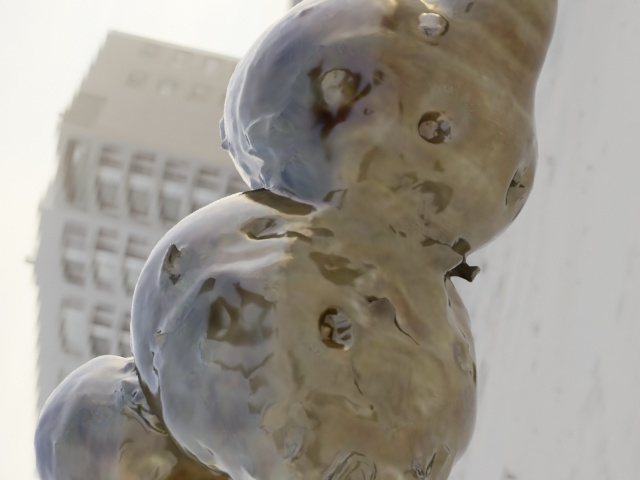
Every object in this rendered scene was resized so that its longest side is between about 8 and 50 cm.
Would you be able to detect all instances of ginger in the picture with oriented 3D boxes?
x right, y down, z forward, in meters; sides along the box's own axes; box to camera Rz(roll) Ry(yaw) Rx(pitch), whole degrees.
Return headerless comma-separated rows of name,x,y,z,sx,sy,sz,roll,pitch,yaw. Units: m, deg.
ginger,0.000,0.000,0.817,0.256,0.176,0.375,14,76,59
